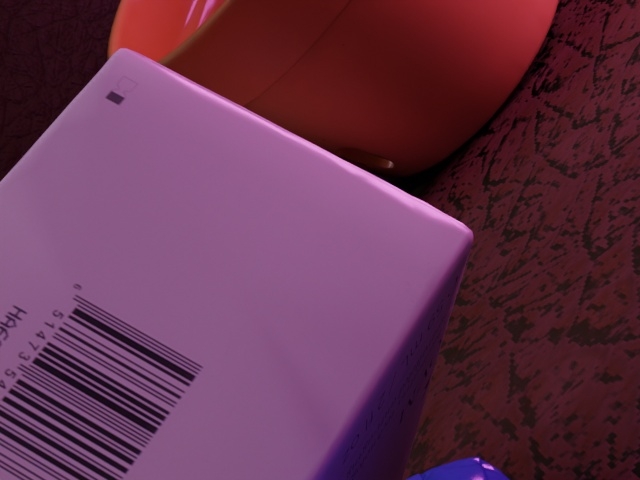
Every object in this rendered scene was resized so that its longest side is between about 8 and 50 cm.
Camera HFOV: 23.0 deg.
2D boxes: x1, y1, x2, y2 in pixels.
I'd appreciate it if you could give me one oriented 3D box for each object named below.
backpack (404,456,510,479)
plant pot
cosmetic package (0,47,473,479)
[{"bbox_3d":[0.042,0.112,0.371,0.101,0.098,0.120,-26,14,10],"label":"backpack"},{"bbox_3d":[0.022,-0.176,1.053,0.291,0.203,0.291,-44,26,28],"label":"plant pot"},{"bbox_3d":[-0.071,0.104,0.527,0.224,0.138,0.224,-55,-13,-30],"label":"cosmetic package"}]
